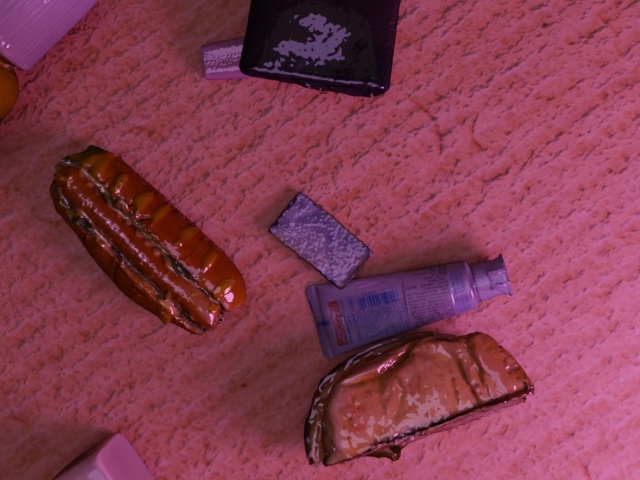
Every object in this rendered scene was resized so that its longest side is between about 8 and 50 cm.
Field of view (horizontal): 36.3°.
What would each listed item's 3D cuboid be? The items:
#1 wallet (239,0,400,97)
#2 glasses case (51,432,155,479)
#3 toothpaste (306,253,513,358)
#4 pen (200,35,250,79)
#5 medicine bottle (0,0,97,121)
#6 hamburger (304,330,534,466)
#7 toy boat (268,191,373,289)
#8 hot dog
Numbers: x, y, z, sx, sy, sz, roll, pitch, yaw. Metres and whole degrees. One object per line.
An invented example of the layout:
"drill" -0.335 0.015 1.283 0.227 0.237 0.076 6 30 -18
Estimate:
"wallet" 0.015 -0.327 1.113 0.171 0.044 0.321 8 81 1
"glasses case" -0.177 0.383 1.101 0.076 0.144 0.336 -34 90 1
"toothpaste" 0.104 0.069 1.140 0.234 0.057 0.089 -15 89 8
"pen" -0.040 -0.221 1.140 0.197 0.032 0.053 -6 90 3
"medicine bottle" -0.439 -0.195 1.047 0.384 0.224 0.224 -44 91 0
"hamburger" 0.098 0.177 1.115 0.262 0.124 0.130 -19 73 -4
"toy boat" 0.000 0.000 1.144 0.115 0.016 0.063 40 89 8
"hot dog" -0.205 0.003 1.129 0.269 0.072 0.115 40 99 -1
